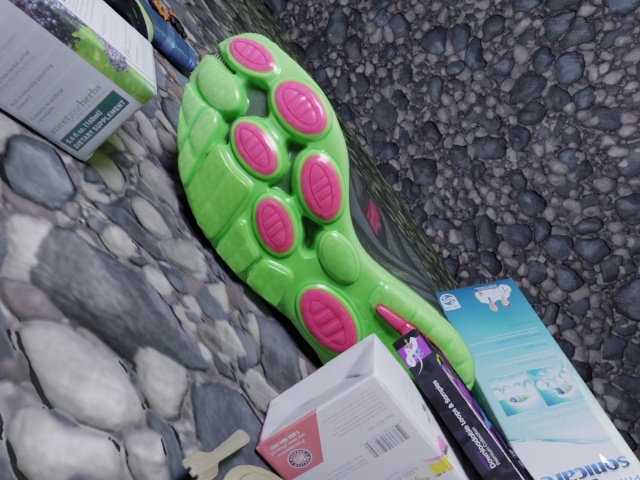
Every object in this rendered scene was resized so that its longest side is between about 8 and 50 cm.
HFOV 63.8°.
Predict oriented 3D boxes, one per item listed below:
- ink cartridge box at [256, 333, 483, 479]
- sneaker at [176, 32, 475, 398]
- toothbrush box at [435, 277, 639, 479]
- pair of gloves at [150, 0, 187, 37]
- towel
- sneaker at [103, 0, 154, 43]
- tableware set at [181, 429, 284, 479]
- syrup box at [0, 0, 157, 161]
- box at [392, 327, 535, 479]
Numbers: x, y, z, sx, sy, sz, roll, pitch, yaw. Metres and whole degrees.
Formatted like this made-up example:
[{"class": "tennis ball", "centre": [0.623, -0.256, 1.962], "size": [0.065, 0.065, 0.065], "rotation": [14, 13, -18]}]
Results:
[{"class": "ink cartridge box", "centre": [0.057, 0.191, 0.421], "size": [0.198, 0.115, 0.067], "rotation": [52, 14, -11]}, {"class": "sneaker", "centre": [0.000, 0.000, 0.605], "size": [0.483, 0.185, 0.202], "rotation": [60, 6, -12]}, {"class": "toothbrush box", "centre": [0.239, 0.232, 0.658], "size": [0.295, 0.126, 0.216], "rotation": [-110, -166, -44]}, {"class": "pair of gloves", "centre": [-0.269, -0.395, 0.905], "size": [0.074, 0.010, 0.083], "rotation": [60, 14, 26]}, {"class": "towel", "centre": [-0.238, -0.306, 0.773], "size": [0.119, 0.029, 0.067], "rotation": [41, 20, -40]}, {"class": "sneaker", "centre": [-0.267, -0.284, 0.547], "size": [0.235, 0.084, 0.097], "rotation": [41, 21, -38]}, {"class": "tableware set", "centre": [-0.050, 0.182, 0.270], "size": [0.128, 0.039, 0.194], "rotation": [42, 7, 15]}, {"class": "syrup box", "centre": [-0.242, -0.175, 0.369], "size": [0.237, 0.093, 0.096], "rotation": [38, 22, -43]}, {"class": "box", "centre": [0.131, 0.157, 0.441], "size": [0.162, 0.029, 0.116], "rotation": [57, 8, 31]}]
